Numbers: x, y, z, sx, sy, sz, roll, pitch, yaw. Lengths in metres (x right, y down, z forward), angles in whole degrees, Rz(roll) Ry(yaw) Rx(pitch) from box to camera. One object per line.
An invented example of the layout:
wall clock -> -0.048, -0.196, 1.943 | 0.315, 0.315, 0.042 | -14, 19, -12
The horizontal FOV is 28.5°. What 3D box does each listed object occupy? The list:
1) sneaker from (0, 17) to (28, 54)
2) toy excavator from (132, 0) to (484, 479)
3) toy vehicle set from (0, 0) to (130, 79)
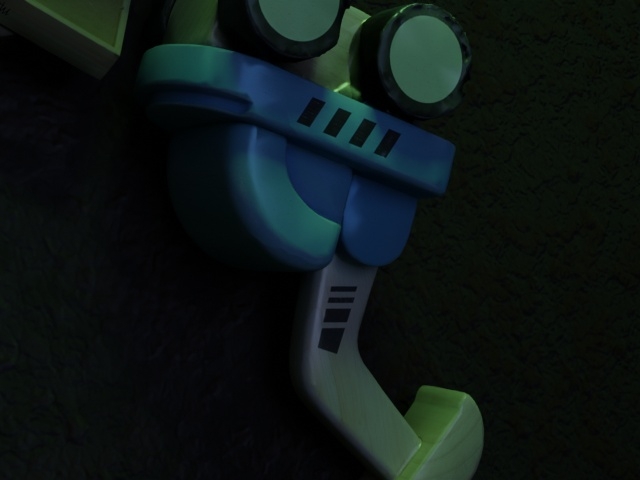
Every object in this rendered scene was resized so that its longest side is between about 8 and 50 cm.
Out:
sneaker -> -0.333, -0.188, 1.067 | 0.188, 0.066, 0.071 | -16, 87, -37
toy excavator -> 0.000, 0.000, 1.196 | 0.433, 0.222, 0.445 | 21, 81, -30
toy vehicle set -> -0.286, -0.267, 1.098 | 0.267, 0.035, 0.166 | 30, 39, -26
